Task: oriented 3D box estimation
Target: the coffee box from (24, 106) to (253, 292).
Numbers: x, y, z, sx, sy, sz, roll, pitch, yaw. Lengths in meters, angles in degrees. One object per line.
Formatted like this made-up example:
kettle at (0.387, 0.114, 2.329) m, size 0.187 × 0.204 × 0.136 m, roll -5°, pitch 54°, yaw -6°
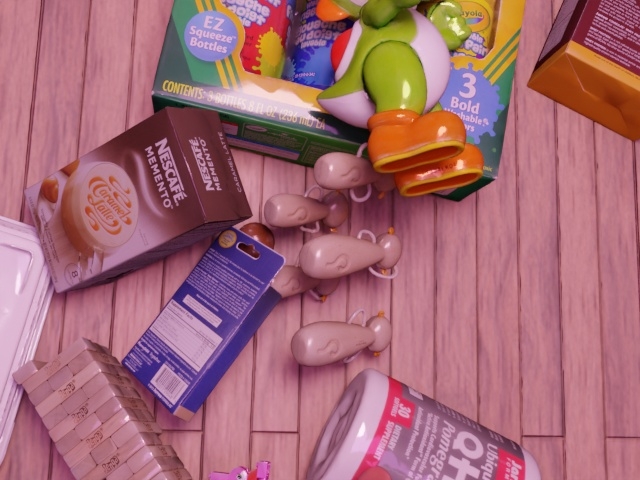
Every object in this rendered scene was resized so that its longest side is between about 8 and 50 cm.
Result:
coffee box at (-0.221, -0.046, 0.895) m, size 0.246 × 0.098 × 0.141 m, roll -24°, pitch 84°, yaw 27°

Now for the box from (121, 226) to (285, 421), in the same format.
box at (-0.139, 0.096, 0.933) m, size 0.225 × 0.136 × 0.036 m, roll -54°, pitch 136°, yaw -8°

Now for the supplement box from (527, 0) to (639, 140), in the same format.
supplement box at (0.443, -0.285, 1.088) m, size 0.191 × 0.129 × 0.194 m, roll 26°, pitch 78°, yaw -4°

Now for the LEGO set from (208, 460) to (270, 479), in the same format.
LEGO set at (-0.114, 0.381, 0.914) m, size 0.093 × 0.087 × 0.227 m, roll 4°, pitch 77°, yaw 8°

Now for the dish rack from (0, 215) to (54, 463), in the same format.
dish rack at (-0.464, 0.102, 0.851) m, size 0.285 × 0.072 × 0.333 m, roll 20°, pitch 69°, yaw -26°

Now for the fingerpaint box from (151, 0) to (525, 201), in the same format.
fingerpaint box at (0.035, -0.289, 1.007) m, size 0.444 × 0.163 × 0.372 m, roll 13°, pitch 79°, yaw -7°

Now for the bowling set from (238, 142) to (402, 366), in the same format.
bowling set at (0.000, 0.000, 0.969) m, size 0.154 × 0.199 × 0.287 m, roll -4°, pitch 111°, yaw -40°

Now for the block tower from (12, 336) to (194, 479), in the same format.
block tower at (-0.220, 0.263, 0.867) m, size 0.097 × 0.091 × 0.335 m, roll -39°, pitch 74°, yaw -4°

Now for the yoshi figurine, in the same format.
yoshi figurine at (0.116, -0.248, 0.838) m, size 0.202 × 0.203 × 0.363 m, roll -2°, pitch 71°, yaw -29°

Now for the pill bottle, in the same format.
pill bottle at (0.156, 0.304, 0.923) m, size 0.318 × 0.176 × 0.176 m, roll 28°, pitch 78°, yaw -4°
